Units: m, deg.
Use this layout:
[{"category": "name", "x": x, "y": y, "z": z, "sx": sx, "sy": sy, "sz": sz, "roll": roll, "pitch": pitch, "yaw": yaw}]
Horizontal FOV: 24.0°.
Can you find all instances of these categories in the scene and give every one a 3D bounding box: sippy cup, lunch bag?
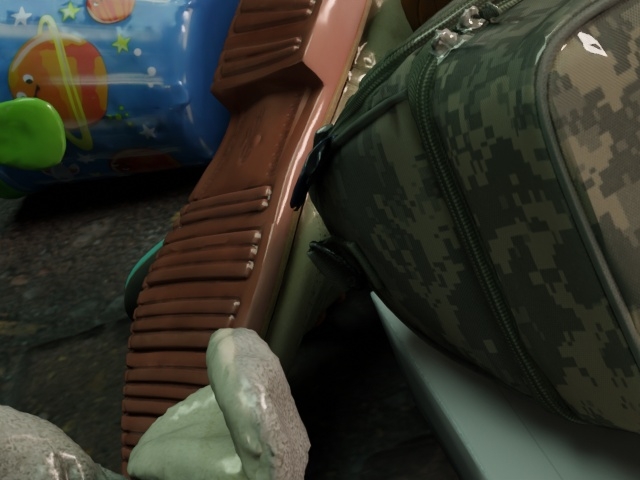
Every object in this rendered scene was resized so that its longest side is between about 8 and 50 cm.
[{"category": "sippy cup", "x": -0.180, "y": -0.151, "z": 1.295, "sx": 0.224, "sy": 0.240, "sz": 0.305, "roll": 3, "pitch": 62, "yaw": 19}, {"category": "lunch bag", "x": 0.162, "y": -0.059, "z": 0.736, "sx": 0.305, "sy": 0.212, "sz": 0.256, "roll": -34, "pitch": 14, "yaw": -20}]

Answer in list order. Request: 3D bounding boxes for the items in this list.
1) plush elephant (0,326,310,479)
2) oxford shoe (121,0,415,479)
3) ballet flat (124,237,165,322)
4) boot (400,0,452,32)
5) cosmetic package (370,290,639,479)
[{"category": "plush elephant", "x": -0.100, "y": 0.178, "z": 0.631, "sx": 0.330, "sy": 0.272, "sz": 0.255, "roll": -24, "pitch": 7, "yaw": -38}, {"category": "oxford shoe", "x": -0.006, "y": 0.002, "z": 0.923, "sx": 0.140, "sy": 0.146, "sz": 0.397, "roll": 4, "pitch": 72, "yaw": 56}, {"category": "ballet flat", "x": 0.000, "y": 0.000, "z": 1.042, "sx": 0.280, "sy": 0.095, "sz": 0.096, "roll": -28, "pitch": 42, "yaw": -10}, {"category": "boot", "x": 0.187, "y": -0.157, "z": 0.948, "sx": 0.203, "sy": 0.262, "sz": 0.095, "roll": -63, "pitch": 21, "yaw": -15}, {"category": "cosmetic package", "x": 0.216, "y": 0.084, "z": 0.750, "sx": 0.284, "sy": 0.097, "sz": 0.377, "roll": -23, "pitch": 29, "yaw": -4}]
